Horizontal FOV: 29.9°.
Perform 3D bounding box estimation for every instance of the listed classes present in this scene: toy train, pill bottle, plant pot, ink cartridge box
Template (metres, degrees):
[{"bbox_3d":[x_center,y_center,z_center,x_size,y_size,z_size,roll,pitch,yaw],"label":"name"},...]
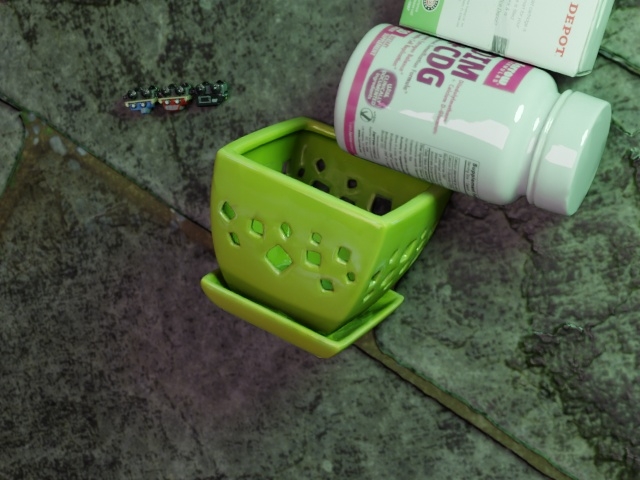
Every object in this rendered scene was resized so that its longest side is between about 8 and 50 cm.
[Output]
[{"bbox_3d":[-0.194,-0.190,1.598,0.158,0.027,0.036,-1,109,25],"label":"toy train"},{"bbox_3d":[0.172,-0.135,1.361,0.283,0.160,0.160,20,107,20],"label":"pill bottle"},{"bbox_3d":[0.000,0.000,1.435,0.228,0.227,0.207,24,114,19],"label":"plant pot"},{"bbox_3d":[0.220,-0.290,1.349,0.219,0.092,0.160,22,107,20],"label":"ink cartridge box"}]
